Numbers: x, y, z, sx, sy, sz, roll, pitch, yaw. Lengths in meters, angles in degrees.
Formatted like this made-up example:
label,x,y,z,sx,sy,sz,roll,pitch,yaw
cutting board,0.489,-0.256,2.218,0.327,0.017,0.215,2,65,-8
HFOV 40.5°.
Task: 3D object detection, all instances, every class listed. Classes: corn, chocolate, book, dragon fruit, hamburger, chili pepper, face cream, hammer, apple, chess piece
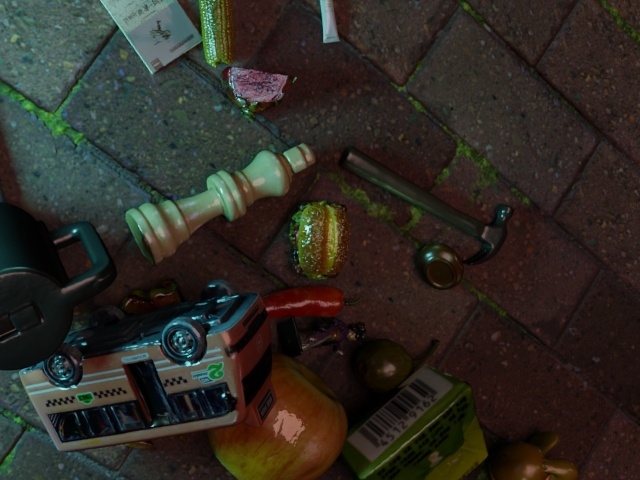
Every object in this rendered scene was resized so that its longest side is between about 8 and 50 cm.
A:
label,x,y,z,sx,sy,sz,roll,pitch,yaw
corn,-0.203,-0.443,1.699,0.068,0.068,0.207,-7,96,-21
chocolate,0.196,0.443,1.842,0.301,0.137,0.289,-37,136,-14
book,-0.328,-0.431,1.678,0.127,0.014,0.182,-39,106,-16
dragon fruit,-0.298,0.143,1.690,0.175,0.142,0.138,3,138,7
hamburger,0.000,0.000,1.805,0.137,0.087,0.166,5,92,-22
chili pepper,-0.034,0.131,1.818,0.272,0.063,0.071,-3,70,-19
face cream,0.016,-0.470,1.811,0.038,0.020,0.115,-11,101,-22
dragon fruit,-0.126,-0.289,1.728,0.147,0.102,0.096,6,85,-13
hammer,0.233,-0.090,1.918,0.440,0.044,0.168,28,82,-21
apple,-0.088,0.357,1.705,0.286,0.286,0.233,39,93,-20
chess piece,-0.181,-0.088,1.716,0.397,0.117,0.117,-27,104,-19

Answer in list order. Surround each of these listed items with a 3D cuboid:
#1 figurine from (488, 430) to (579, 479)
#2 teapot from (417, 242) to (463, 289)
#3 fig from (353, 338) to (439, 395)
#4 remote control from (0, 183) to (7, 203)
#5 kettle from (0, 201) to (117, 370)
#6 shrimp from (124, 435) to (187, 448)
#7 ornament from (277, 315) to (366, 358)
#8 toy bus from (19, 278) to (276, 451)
label,x,y,z,sx,sy,sz,roll,pitch,yaw
figurine,0.509,0.559,2.006,0.215,0.215,0.228,-26,90,-18
teapot,0.270,0.056,1.931,0.098,0.078,0.129,-21,117,22
fig,0.178,0.264,1.900,0.236,0.124,0.124,-9,98,-41
remote control,-0.662,-0.215,1.544,0.107,0.044,0.378,-17,100,-16
kettle,-0.507,0.076,1.470,0.262,0.308,0.203,2,108,-30
shrimp,-0.340,0.381,1.720,0.162,0.045,0.095,36,81,-22
ornament,0.016,0.209,1.831,0.203,0.088,0.081,4,70,-31
toy bus,-0.293,0.234,1.540,0.426,0.203,0.233,-13,105,19
